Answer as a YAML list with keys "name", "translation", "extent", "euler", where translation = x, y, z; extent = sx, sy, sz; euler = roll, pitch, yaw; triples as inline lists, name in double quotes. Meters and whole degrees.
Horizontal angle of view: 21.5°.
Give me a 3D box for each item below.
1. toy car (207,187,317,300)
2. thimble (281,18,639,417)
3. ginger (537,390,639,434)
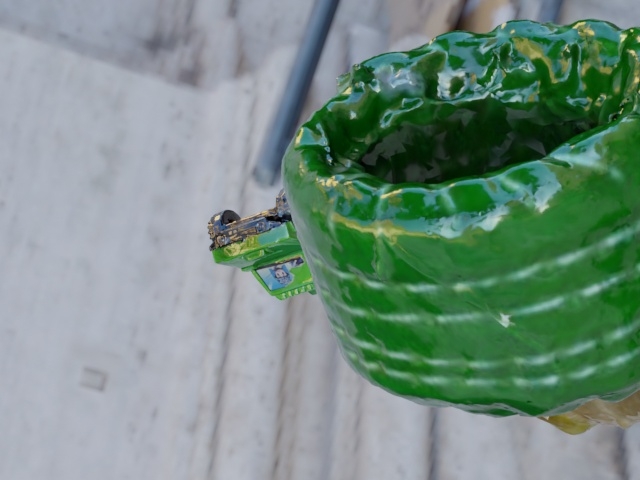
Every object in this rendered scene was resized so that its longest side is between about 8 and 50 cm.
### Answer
- name: "toy car"
  translation: [0.000, 0.000, 1.066]
  extent: [0.071, 0.165, 0.063]
  euler: [-20, 83, 33]
- name: "thimble"
  translation: [0.055, -0.008, 0.512]
  extent: [0.130, 0.090, 0.118]
  euler: [13, 43, 41]
- name: "ginger"
  translation: [0.207, 0.053, 1.072]
  extent: [0.354, 0.126, 0.190]
  euler: [-16, 67, 41]
